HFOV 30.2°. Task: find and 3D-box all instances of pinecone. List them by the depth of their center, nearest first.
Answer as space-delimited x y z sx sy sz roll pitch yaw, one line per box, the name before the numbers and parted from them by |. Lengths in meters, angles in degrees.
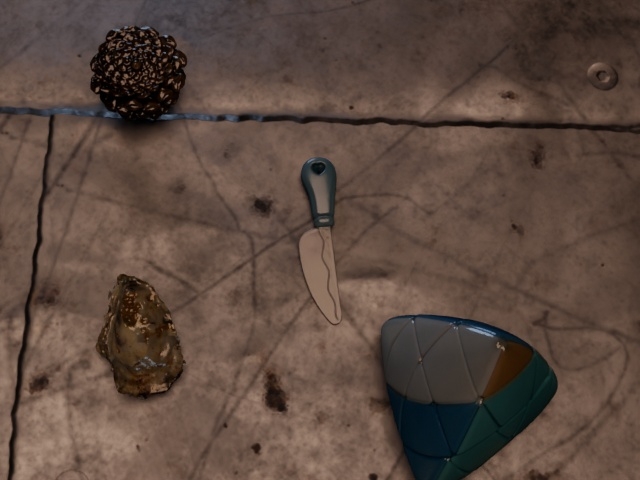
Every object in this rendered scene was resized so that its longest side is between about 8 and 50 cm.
pinecone | -0.257 -0.234 1.674 0.140 0.121 0.140 3 70 -7

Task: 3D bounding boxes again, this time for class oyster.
oyster | -0.246 0.125 1.577 0.105 0.056 0.177 -15 72 -23

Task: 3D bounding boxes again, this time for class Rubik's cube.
Rubik's cube | 0.227 0.179 1.522 0.255 0.254 0.254 2 69 -5

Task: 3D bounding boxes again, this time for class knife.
knife | -0.002 -0.001 1.668 0.058 0.032 0.244 1 74 -8
